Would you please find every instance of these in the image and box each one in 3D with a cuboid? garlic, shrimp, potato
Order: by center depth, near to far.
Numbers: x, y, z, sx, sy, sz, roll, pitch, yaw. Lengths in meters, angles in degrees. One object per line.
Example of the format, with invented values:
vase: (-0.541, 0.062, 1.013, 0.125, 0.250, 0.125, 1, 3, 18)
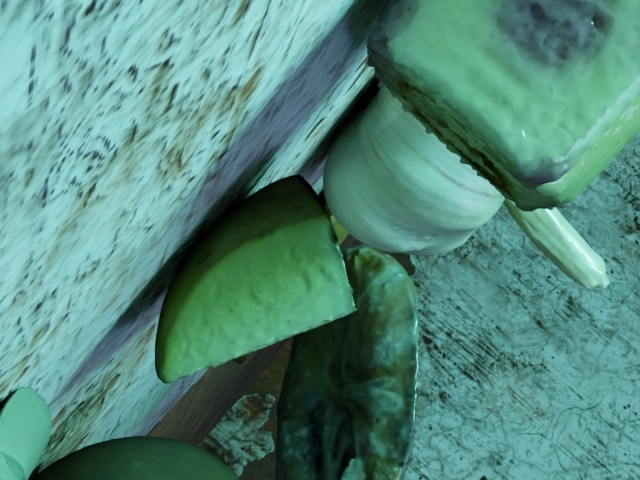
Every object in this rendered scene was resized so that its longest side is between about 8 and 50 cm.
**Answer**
potato: (-0.056, 0.017, 0.966, 0.120, 0.081, 0.149, -19, -170, -8)
garlic: (0.124, -0.040, 1.172, 0.199, 0.226, 0.199, -47, -178, 2)
shrimp: (0.032, 0.215, 1.465, 0.221, 0.109, 0.446, -33, -129, 56)

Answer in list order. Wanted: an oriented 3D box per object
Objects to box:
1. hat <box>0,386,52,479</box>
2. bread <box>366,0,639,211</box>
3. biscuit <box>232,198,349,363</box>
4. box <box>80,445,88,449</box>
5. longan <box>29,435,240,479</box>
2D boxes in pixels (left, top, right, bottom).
hat: (-0.168, 0.147, 0.757, 0.122, 0.081, 0.166, -48, -173, 26)
bread: (0.176, -0.180, 0.867, 0.338, 0.155, 0.187, -47, 169, -2)
biscuit: (-0.001, -0.001, 1.485, 0.289, 0.044, 0.202, -53, 178, 32)
box: (-0.198, 0.369, 1.244, 0.345, 0.251, 0.204, -48, 176, -23)
longan: (-0.135, 0.230, 1.097, 0.212, 0.198, 0.198, -50, 177, -15)
